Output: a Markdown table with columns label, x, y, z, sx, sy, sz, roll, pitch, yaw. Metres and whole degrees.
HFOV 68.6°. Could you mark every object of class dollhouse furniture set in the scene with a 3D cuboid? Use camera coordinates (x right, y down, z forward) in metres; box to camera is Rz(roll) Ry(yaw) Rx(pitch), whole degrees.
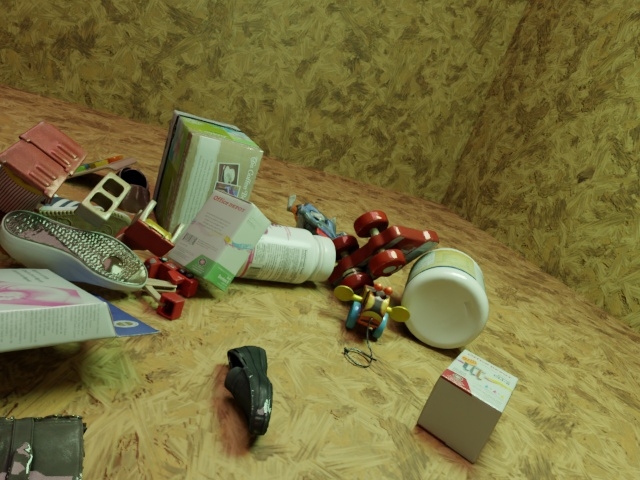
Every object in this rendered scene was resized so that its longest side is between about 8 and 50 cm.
| label | x | y | z | sx | sy | sz | roll | pitch | yaw |
| --- | --- | --- | --- | --- | --- | --- | --- | --- | --- |
| dollhouse furniture set | -0.524 | -0.055 | 1.032 | 0.374 | 0.201 | 0.152 | 41 | 39 | -24 |

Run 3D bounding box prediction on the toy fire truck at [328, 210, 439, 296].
| label | x | y | z | sx | sy | sz | roll | pitch | yaw |
| --- | --- | --- | --- | --- | --- | --- | --- | --- | --- |
| toy fire truck | 0.178 | 0.055 | 1.400 | 0.254 | 0.302 | 0.169 | 11 | 50 | -43 |

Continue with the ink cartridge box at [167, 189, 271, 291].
| label | x | y | z | sx | sy | sz | roll | pitch | yaw |
| --- | --- | --- | --- | --- | --- | --- | --- | --- | --- |
| ink cartridge box | -0.249 | -0.004 | 1.163 | 0.154 | 0.212 | 0.093 | 23 | -14 | 35 |

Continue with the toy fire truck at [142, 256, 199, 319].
| label | x | y | z | sx | sy | sz | roll | pitch | yaw |
| --- | --- | --- | --- | --- | --- | --- | --- | --- | --- |
| toy fire truck | -0.356 | 0.101 | 1.070 | 0.192 | 0.047 | 0.135 | 27 | 19 | 22 |

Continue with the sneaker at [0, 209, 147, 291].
| label | x | y | z | sx | sy | sz | roll | pitch | yaw |
| --- | --- | --- | --- | --- | --- | --- | --- | --- | --- |
| sneaker | -0.516 | 0.041 | 0.990 | 0.290 | 0.123 | 0.105 | 29 | 41 | -21 |

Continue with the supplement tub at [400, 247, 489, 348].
| label | x | y | z | sx | sy | sz | roll | pitch | yaw |
| --- | --- | --- | --- | --- | --- | --- | --- | --- | --- |
| supplement tub | 0.363 | 0.151 | 1.368 | 0.229 | 0.228 | 0.316 | 23 | 18 | 10 |

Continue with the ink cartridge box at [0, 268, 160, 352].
| label | x | y | z | sx | sy | sz | roll | pitch | yaw |
| --- | --- | --- | --- | --- | --- | --- | --- | --- | --- |
| ink cartridge box | -0.482 | 0.099 | 0.759 | 0.330 | 0.071 | 0.324 | 0 | 7 | -45 |

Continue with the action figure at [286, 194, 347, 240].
| label | x | y | z | sx | sy | sz | roll | pitch | yaw |
| --- | --- | --- | --- | --- | --- | --- | --- | --- | --- |
| action figure | 0.000 | 0.000 | 1.651 | 0.341 | 0.178 | 0.330 | 42 | 18 | -21 |

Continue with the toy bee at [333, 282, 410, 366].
| label | x | y | z | sx | sy | sz | roll | pitch | yaw |
| --- | --- | --- | --- | --- | --- | --- | --- | --- | --- |
| toy bee | 0.143 | 0.173 | 1.192 | 0.196 | 0.162 | 0.298 | 15 | 18 | -20 |

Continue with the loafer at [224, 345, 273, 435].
| label | x | y | z | sx | sy | sz | roll | pitch | yaw |
| --- | --- | --- | --- | --- | --- | --- | --- | --- | --- |
| loafer | -0.129 | 0.256 | 0.819 | 0.078 | 0.076 | 0.223 | 9 | 16 | -15 |

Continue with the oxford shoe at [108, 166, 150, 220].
| label | x | y | z | sx | sy | sz | roll | pitch | yaw |
| --- | --- | --- | --- | --- | --- | --- | --- | --- | --- |
| oxford shoe | -0.593 | -0.175 | 1.491 | 0.130 | 0.132 | 0.364 | 8 | 21 | -31 |

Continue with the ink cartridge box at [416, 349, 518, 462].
| label | x | y | z | sx | sy | sz | roll | pitch | yaw |
| --- | --- | --- | --- | --- | --- | --- | --- | --- | --- |
| ink cartridge box | 0.303 | 0.327 | 0.957 | 0.128 | 0.127 | 0.176 | 28 | 19 | 26 |

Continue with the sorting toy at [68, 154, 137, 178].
| label | x | y | z | sx | sy | sz | roll | pitch | yaw |
| --- | --- | --- | --- | --- | --- | --- | --- | --- | --- |
| sorting toy | -0.752 | -0.249 | 1.576 | 0.209 | 0.038 | 0.193 | -8 | 18 | 5 |

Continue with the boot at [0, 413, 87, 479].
| label | x | y | z | sx | sy | sz | roll | pitch | yaw |
| --- | --- | --- | --- | --- | --- | --- | --- | --- | --- |
| boot | -0.416 | 0.239 | 0.580 | 0.229 | 0.091 | 0.263 | 14 | 19 | -38 |

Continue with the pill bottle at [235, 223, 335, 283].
| label | x | y | z | sx | sy | sz | roll | pitch | yaw |
| --- | --- | --- | --- | --- | --- | --- | --- | --- | --- |
| pill bottle | -0.112 | 0.037 | 1.324 | 0.283 | 0.160 | 0.160 | 9 | 21 | -29 |

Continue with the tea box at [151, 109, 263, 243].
| label | x | y | z | sx | sy | sz | roll | pitch | yaw |
| --- | --- | --- | --- | --- | --- | --- | --- | --- | --- |
| tea box | -0.363 | -0.190 | 1.455 | 0.220 | 0.328 | 0.323 | 9 | 20 | -31 |

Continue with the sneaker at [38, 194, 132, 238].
| label | x | y | z | sx | sy | sz | roll | pitch | yaw |
| --- | --- | --- | --- | --- | --- | --- | --- | --- | --- |
| sneaker | -0.638 | -0.070 | 1.198 | 0.283 | 0.099 | 0.153 | 2 | 26 | -35 |
